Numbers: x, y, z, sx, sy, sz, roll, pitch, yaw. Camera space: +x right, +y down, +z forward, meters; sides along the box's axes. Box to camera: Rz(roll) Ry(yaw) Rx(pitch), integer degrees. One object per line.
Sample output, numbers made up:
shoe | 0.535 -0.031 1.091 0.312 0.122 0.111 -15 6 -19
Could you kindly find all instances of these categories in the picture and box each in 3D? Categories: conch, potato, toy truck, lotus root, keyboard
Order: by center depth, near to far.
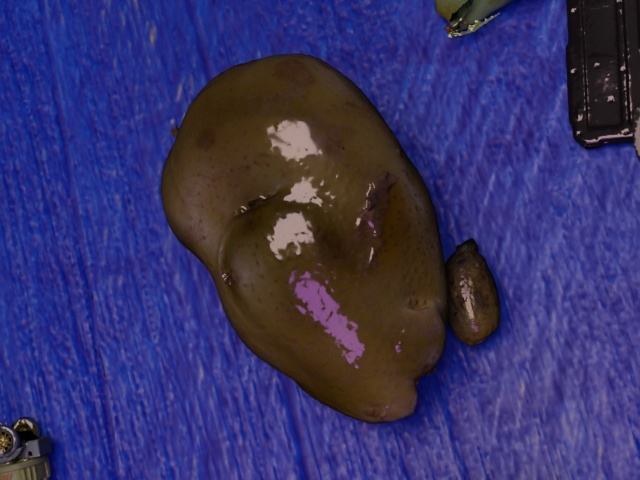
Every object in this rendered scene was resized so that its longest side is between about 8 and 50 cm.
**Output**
potato | -0.001 0.001 1.746 0.218 0.202 0.351 -31 84 5
lotus root | 0.134 0.047 1.769 0.049 0.054 0.099 -6 77 -7
keyboard | 0.278 -0.214 1.804 0.106 0.016 0.262 -5 77 15
conch | 0.166 -0.269 1.821 0.170 0.079 0.106 -40 43 22
toy truck | -0.335 0.230 1.849 0.169 0.077 0.100 -12 89 9

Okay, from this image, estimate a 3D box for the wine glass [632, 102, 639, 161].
wine glass | 0.323 -0.069 1.648 0.103 0.231 0.103 -2 79 13
